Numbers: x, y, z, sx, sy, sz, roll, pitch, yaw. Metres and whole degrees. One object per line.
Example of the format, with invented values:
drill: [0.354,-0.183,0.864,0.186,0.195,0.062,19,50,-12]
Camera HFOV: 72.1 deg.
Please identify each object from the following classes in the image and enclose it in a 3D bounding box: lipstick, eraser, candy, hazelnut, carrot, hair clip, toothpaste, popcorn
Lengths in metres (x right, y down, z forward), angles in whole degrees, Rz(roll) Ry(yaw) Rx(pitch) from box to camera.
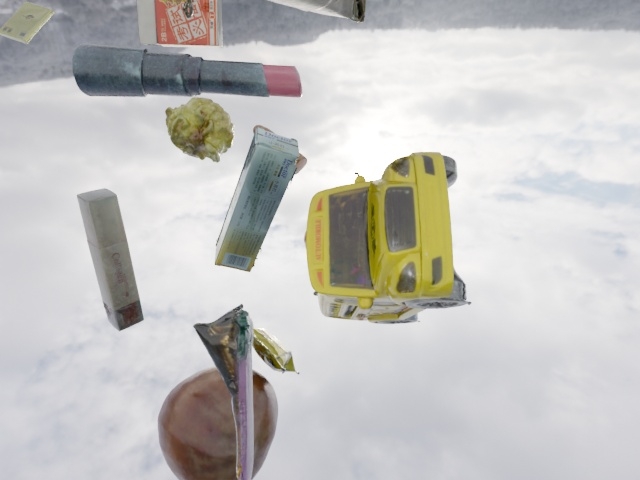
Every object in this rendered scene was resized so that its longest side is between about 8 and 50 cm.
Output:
lipstick: [-0.537,0.055,1.134,0.080,0.370,0.076,24,-145,39]
eraser: [-0.388,-0.620,1.211,0.231,0.157,0.038,4,-163,6]
candy: [-0.147,0.345,1.362,0.187,0.297,0.081,41,-104,15]
lipstick: [-0.133,-0.169,0.451,0.235,0.053,0.053,6,-148,9]
hazelnut: [-0.284,0.531,1.249,0.367,0.365,0.365,-1,-149,1]
carrot: [-0.089,-0.190,0.901,0.139,0.048,0.048,42,-133,19]
hair clip: [-0.139,0.270,0.746,0.096,0.358,0.110,-22,-154,-37]
toothpaste: [-0.134,-0.066,0.871,0.089,0.312,0.071,15,-140,-18]
popcorn: [-0.411,-0.373,1.492,0.235,0.181,0.216,15,-118,-27]

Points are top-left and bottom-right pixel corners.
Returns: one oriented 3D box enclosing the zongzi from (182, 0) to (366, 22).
zongzi: [-0.057,-0.524,0.597,0.182,0.417,0.447,35,-146,25]

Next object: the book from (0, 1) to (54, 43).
book: [-0.697,-0.517,1.043,0.077,0.014,0.110,20,-112,8]

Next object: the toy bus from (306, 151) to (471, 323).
toy bus: [0.062,0.021,0.525,0.152,0.330,0.144,0,-106,0]

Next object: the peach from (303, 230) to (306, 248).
peach: [0.000,0.001,1.255,0.101,0.100,0.100,-1,-149,1]
